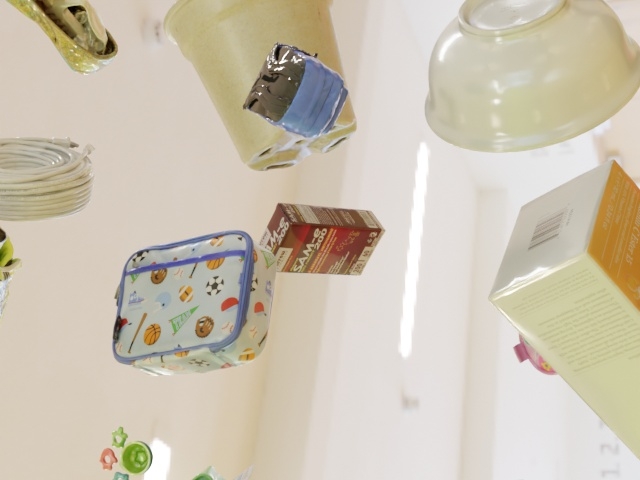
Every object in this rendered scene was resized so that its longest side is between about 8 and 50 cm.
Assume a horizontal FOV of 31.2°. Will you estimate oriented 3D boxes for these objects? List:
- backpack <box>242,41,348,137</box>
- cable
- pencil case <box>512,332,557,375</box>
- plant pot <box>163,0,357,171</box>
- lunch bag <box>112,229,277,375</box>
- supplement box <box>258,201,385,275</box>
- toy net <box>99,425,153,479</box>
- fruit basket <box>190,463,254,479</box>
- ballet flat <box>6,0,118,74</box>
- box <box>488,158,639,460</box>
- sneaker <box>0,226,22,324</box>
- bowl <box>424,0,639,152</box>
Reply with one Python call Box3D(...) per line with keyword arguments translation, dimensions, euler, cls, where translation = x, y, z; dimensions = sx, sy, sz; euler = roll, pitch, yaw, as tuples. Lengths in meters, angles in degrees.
Box3D(translation=(-0.019, -0.174, 1.352), dimensions=(0.098, 0.101, 0.120), euler=(-68, 24, 8), cls="backpack")
Box3D(translation=(-0.518, -0.107, 1.965), dimensions=(0.257, 0.257, 0.089), euler=(-112, 27, -67), cls="cable")
Box3D(translation=(0.436, 0.123, 1.884), dimensions=(0.284, 0.124, 0.124), euler=(-25, -68, -42), cls="pencil case")
Box3D(translation=(-0.084, -0.306, 2.110), dimensions=(0.334, 0.334, 0.305), euler=(9, -121, -68), cls="plant pot")
Box3D(translation=(-0.225, 0.104, 1.973), dimensions=(0.115, 0.303, 0.243), euler=(36, -128, -50), cls="lunch bag")
Box3D(translation=(0.000, 0.000, 2.334), dimensions=(0.239, 0.130, 0.073), euler=(3, -142, -35), cls="supplement box")
Box3D(translation=(-0.412, 0.496, 2.283), dimensions=(0.232, 0.122, 0.045), euler=(-68, -19, 3), cls="toy net")
Box3D(translation=(-0.255, 0.592, 2.144), dimensions=(0.165, 0.327, 0.353), euler=(47, -169, -14), cls="fruit basket")
Box3D(translation=(-0.509, -0.458, 2.184), dimensions=(0.348, 0.123, 0.123), euler=(51, -141, -40), cls="ballet flat")
Box3D(translation=(0.421, 0.100, 1.571), dimensions=(0.345, 0.168, 0.215), euler=(46, -138, -16), cls="box")
Box3D(translation=(-0.555, 0.070, 1.880), dimensions=(0.145, 0.147, 0.384), euler=(58, 165, 10), cls="sneaker")
Box3D(translation=(0.262, -0.254, 1.493), dimensions=(0.298, 0.298, 0.134), euler=(-70, -34, -47), cls="bowl")
